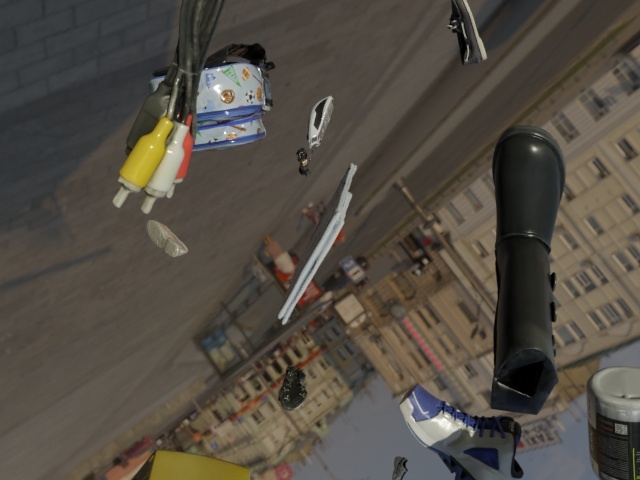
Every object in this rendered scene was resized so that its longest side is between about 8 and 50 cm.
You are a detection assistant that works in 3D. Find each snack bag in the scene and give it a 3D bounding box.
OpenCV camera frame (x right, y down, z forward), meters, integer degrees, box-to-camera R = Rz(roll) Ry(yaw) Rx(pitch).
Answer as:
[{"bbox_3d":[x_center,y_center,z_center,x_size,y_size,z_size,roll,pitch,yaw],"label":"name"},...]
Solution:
[{"bbox_3d":[0.000,0.000,1.586,0.323,0.037,0.343,-61,-175,26],"label":"snack bag"}]

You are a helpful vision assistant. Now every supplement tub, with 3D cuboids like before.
[{"bbox_3d":[0.837,0.531,1.746,0.207,0.338,0.207,-9,-162,3],"label":"supplement tub"}]

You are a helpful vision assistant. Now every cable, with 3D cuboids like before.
[{"bbox_3d":[-0.144,-0.164,0.725,0.287,0.072,0.139,-57,170,21],"label":"cable"}]

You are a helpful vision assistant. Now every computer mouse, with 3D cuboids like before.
[{"bbox_3d":[-0.017,-0.253,1.515,0.106,0.042,0.193,62,46,-74],"label":"computer mouse"}]

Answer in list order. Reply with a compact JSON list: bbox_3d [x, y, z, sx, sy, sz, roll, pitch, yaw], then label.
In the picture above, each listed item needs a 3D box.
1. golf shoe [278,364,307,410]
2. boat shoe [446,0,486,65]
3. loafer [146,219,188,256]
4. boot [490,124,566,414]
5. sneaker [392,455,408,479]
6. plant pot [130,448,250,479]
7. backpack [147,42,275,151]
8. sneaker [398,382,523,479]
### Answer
[{"bbox_3d":[-0.082,0.440,1.826,0.198,0.077,0.094,-72,-178,-72],"label":"golf shoe"},{"bbox_3d":[0.344,-0.523,1.575,0.064,0.206,0.075,-23,-152,14],"label":"boat shoe"},{"bbox_3d":[-0.355,-0.004,1.488,0.039,0.125,0.045,-3,127,-54],"label":"loafer"},{"bbox_3d":[0.386,0.051,1.231,0.146,0.367,0.445,1,-136,23],"label":"boot"},{"bbox_3d":[0.213,0.617,1.711,0.036,0.083,0.032,-6,154,28],"label":"sneaker"},{"bbox_3d":[-0.266,0.508,1.160,0.212,0.187,0.212,-51,-163,14],"label":"plant pot"},{"bbox_3d":[-0.232,-0.288,1.344,0.276,0.213,0.263,-14,-177,7],"label":"backpack"},{"bbox_3d":[0.333,0.421,1.417,0.182,0.315,0.127,-41,177,17],"label":"sneaker"}]
